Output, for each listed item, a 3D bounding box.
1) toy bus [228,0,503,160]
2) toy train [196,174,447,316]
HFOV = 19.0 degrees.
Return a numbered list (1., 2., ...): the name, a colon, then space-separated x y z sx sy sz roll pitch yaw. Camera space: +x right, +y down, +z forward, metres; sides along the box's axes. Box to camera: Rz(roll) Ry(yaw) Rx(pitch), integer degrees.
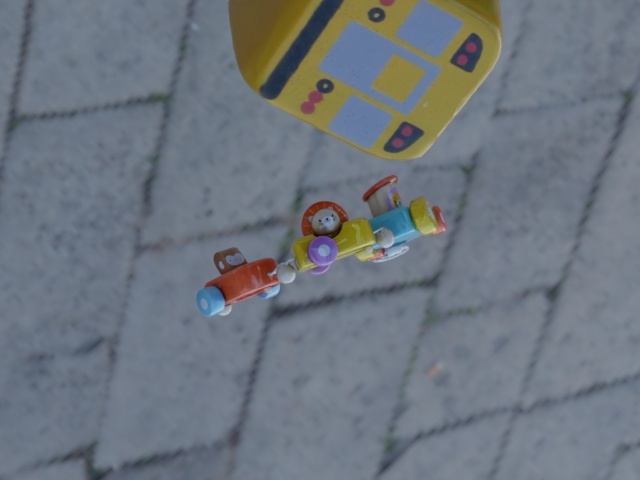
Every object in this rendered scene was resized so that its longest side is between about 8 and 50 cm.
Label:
1. toy bus: 0.022 -0.196 1.084 0.130 0.332 0.108 25 124 -17
2. toy train: 0.000 0.000 1.254 0.166 0.046 0.125 -18 174 -34
